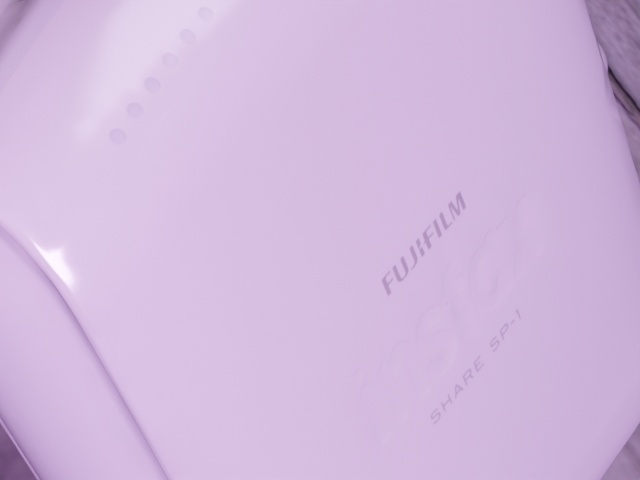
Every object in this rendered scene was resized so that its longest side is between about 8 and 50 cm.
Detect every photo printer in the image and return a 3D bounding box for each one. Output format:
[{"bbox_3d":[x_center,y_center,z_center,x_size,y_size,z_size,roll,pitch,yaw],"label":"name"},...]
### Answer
[{"bbox_3d":[0.000,0.000,0.626,0.107,0.307,0.256,15,51,41],"label":"photo printer"}]

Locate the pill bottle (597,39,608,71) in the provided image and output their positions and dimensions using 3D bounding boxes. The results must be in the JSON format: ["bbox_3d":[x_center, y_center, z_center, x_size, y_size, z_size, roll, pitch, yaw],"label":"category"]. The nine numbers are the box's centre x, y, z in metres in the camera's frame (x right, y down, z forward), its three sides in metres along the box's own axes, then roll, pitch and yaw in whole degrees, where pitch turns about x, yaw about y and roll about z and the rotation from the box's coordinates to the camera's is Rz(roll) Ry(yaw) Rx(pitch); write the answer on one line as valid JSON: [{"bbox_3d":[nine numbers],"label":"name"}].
[{"bbox_3d":[0.047,-0.137,0.968,0.118,0.117,0.208,-11,58,-42],"label":"pill bottle"}]
